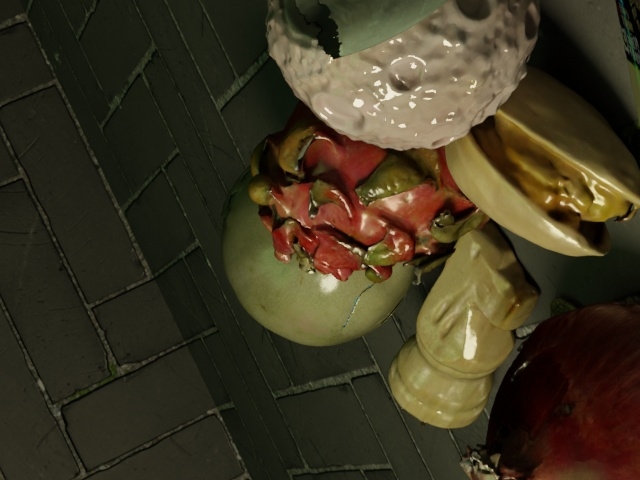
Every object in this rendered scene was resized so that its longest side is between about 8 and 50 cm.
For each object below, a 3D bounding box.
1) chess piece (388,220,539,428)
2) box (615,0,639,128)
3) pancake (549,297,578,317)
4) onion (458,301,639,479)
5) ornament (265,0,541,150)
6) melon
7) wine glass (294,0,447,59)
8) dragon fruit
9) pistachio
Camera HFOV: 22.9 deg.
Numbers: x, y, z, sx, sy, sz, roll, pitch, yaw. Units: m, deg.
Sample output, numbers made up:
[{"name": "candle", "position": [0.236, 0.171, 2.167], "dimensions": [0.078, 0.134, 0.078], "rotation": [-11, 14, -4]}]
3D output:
[{"name": "chess piece", "position": [0.182, 0.103, 1.966], "dimensions": [0.137, 0.137, 0.301], "rotation": [54, 148, 28]}, {"name": "box", "position": [0.287, -0.166, 1.222], "dimensions": [0.198, 0.084, 0.310], "rotation": [-94, -11, -69]}, {"name": "pancake", "position": [0.294, 0.115, 1.801], "dimensions": [0.108, 0.017, 0.108], "rotation": [56, 163, 28]}, {"name": "onion", "position": [0.270, 0.238, 1.594], "dimensions": [0.347, 0.285, 0.347], "rotation": [10, 101, 62]}, {"name": "ornament", "position": [0.085, -0.212, 1.480], "dimensions": [0.225, 0.259, 0.259], "rotation": [22, -161, -47]}, {"name": "melon", "position": [0.000, 0.000, 2.034], "dimensions": [0.330, 0.268, 0.268], "rotation": [-157, 43, -86]}, {"name": "wine glass", "position": [0.086, -0.328, 1.310], "dimensions": [0.264, 0.309, 0.096], "rotation": [62, 169, 2]}, {"name": "dragon fruit", "position": [0.056, -0.088, 1.758], "dimensions": [0.269, 0.291, 0.250], "rotation": [71, 166, -14]}, {"name": "pistachio", "position": [0.221, -0.077, 1.566], "dimensions": [0.229, 0.157, 0.157], "rotation": [45, 154, 32]}]
